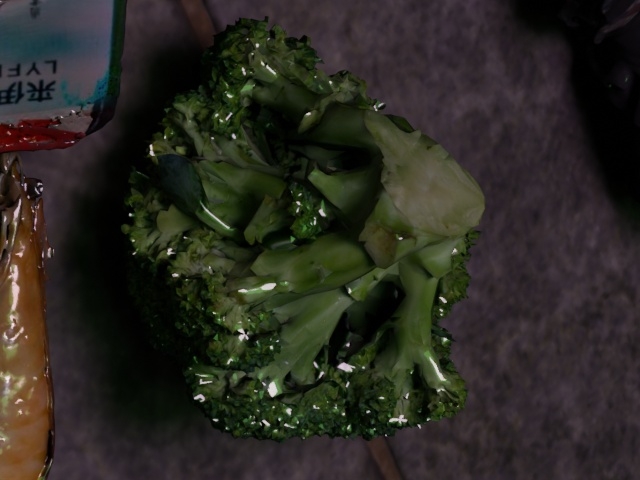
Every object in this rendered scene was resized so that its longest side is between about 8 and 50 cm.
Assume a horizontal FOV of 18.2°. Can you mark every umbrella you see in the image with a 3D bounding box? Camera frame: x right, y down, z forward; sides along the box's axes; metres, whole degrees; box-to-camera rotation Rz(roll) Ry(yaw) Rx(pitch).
[{"bbox_3d":[0.177,-0.107,1.035,0.110,0.122,0.272,-27,123,14],"label":"umbrella"}]

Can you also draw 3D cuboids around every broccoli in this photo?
[{"bbox_3d":[0.000,0.000,0.883,0.195,0.156,0.195,22,49,-27],"label":"broccoli"}]

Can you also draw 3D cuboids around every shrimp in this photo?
[{"bbox_3d":[-0.168,0.043,0.832,0.124,0.034,0.178,-2,98,-30],"label":"shrimp"}]

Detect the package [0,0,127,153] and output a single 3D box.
[{"bbox_3d":[-0.145,-0.116,0.739,0.166,0.040,0.232,-4,132,-19],"label":"package"}]
